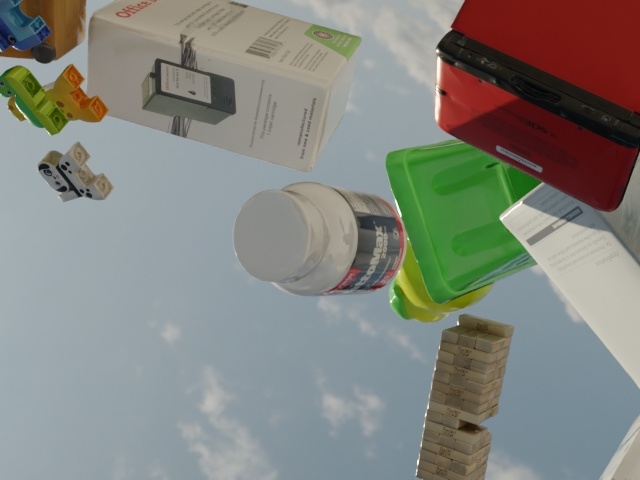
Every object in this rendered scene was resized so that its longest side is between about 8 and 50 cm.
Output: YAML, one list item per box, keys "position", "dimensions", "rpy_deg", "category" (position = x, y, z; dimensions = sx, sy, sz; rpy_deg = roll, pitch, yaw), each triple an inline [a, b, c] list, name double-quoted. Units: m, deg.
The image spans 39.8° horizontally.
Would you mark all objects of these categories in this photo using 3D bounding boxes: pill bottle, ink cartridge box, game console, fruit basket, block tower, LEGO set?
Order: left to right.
- position: [-0.280, -0.139, 0.822]
  dimensions: [0.227, 0.093, 0.087]
  rpy_deg: [57, -142, -29]
  category: "LEGO set"
- position: [-0.108, -0.199, 1.035]
  dimensions: [0.272, 0.115, 0.198]
  rpy_deg: [17, -151, 6]
  category: "ink cartridge box"
- position: [0.000, 0.000, 0.841]
  dimensions: [0.108, 0.108, 0.180]
  rpy_deg: [44, -161, 23]
  category: "pill bottle"
- position: [0.227, 0.294, 1.434]
  dimensions: [0.090, 0.336, 0.097]
  rpy_deg: [14, -171, 30]
  category: "block tower"
- position: [0.235, -0.024, 1.448]
  dimensions: [0.392, 0.392, 0.283]
  rpy_deg: [-13, -96, -61]
  category: "fruit basket"
- position: [0.156, -0.108, 0.576]
  dimensions: [0.144, 0.085, 0.124]
  rpy_deg: [31, 156, 23]
  category: "game console"
- position: [0.387, 0.247, 1.035]
  dimensions: [0.060, 0.104, 0.180]
  rpy_deg: [34, -122, 18]
  category: "ink cartridge box"

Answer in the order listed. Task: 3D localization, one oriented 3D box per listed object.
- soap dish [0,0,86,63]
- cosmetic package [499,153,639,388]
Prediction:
- position: [-0.373, -0.287, 0.843]
  dimensions: [0.290, 0.229, 0.118]
  rpy_deg: [2, -133, -14]
  category: "soap dish"
- position: [0.331, -0.014, 0.792]
  dimensions: [0.225, 0.224, 0.138]
  rpy_deg: [51, 160, 5]
  category: "cosmetic package"
